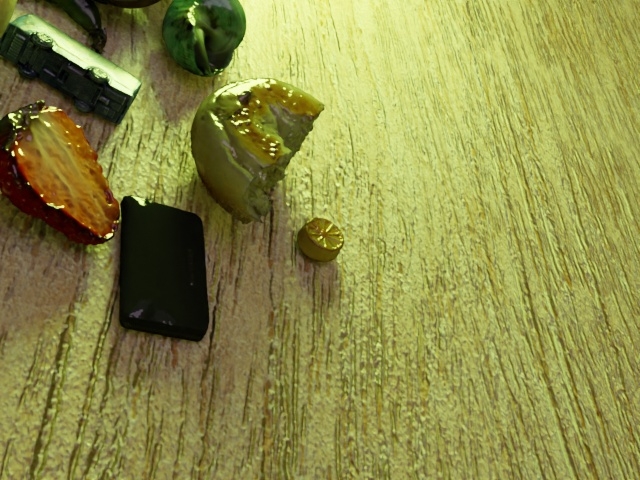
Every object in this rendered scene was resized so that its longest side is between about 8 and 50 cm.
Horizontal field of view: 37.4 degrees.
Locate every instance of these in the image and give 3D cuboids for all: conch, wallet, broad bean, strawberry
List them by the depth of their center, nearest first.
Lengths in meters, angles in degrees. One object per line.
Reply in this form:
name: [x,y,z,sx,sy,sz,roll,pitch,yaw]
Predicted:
strawberry: [-0.413,-0.082,1.427,0.236,0.111,0.190,56,29,-16]
wallet: [-0.243,0.038,1.476,0.149,0.044,0.250,17,47,-28]
broad bean: [-0.511,-0.431,1.680,0.292,0.049,0.144,19,50,-22]
conch: [-0.219,-0.398,1.803,0.188,0.122,0.176,-30,90,-43]

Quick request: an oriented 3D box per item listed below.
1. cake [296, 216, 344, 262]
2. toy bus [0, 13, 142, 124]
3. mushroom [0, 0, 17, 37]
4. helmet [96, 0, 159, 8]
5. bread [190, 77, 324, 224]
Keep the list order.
cake: [0.000,0.000,1.672,0.084,0.044,0.084,19,45,-20]
toy bus: [-0.424,-0.291,1.608,0.236,0.079,0.094,32,27,-8]
mushroom: [-0.582,-0.393,1.488,0.184,0.255,0.255,42,26,-55]
helmet: [-0.361,-0.521,1.771,0.224,0.130,0.198,8,81,6]
bread: [-0.133,-0.168,1.630,0.192,0.171,0.314,30,42,-6]
